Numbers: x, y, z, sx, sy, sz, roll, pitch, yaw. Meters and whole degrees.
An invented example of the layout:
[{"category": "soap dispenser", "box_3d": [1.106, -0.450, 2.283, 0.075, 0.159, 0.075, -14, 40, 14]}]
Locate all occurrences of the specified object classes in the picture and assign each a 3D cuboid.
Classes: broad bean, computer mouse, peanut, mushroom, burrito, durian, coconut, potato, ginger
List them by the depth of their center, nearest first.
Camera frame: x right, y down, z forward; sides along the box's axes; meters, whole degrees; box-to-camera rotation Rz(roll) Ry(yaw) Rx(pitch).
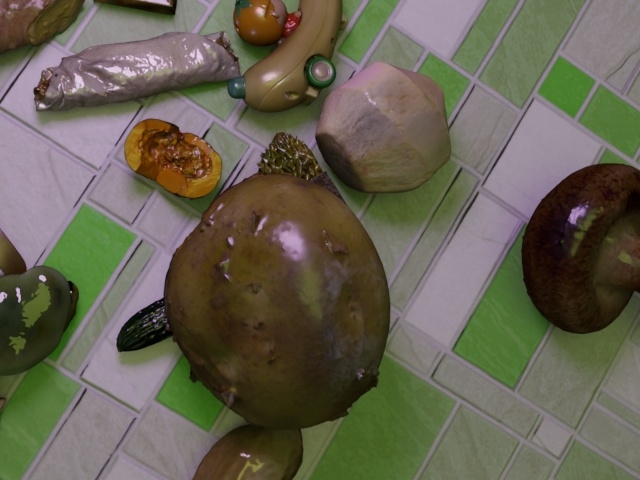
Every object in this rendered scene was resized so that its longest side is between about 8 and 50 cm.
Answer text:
[{"category": "potato", "box_3d": [-0.057, 0.119, 1.594, 0.386, 0.319, 0.441, -17, 106, -17]}, {"category": "broad bean", "box_3d": [-0.531, 0.141, 1.644, 0.228, 0.100, 0.169, -28, 93, -27]}, {"category": "ginger", "box_3d": [-0.594, -0.400, 1.677, 0.354, 0.126, 0.189, -17, 79, -15]}, {"category": "computer mouse", "box_3d": [-0.621, 0.010, 1.680, 0.102, 0.045, 0.199, -37, 93, -9]}, {"category": "peanut", "box_3d": [-0.156, 0.466, 1.687, 0.174, 0.158, 0.339, 20, 78, 12]}, {"category": "burrito", "box_3d": [-0.346, -0.323, 1.744, 0.392, 0.076, 0.117, -14, 83, -14]}, {"category": "coconut", "box_3d": [0.128, -0.217, 1.753, 0.259, 0.259, 0.259, 1, 86, -11]}, {"category": "durian", "box_3d": [-0.059, -0.114, 1.763, 0.108, 0.119, 0.186, -32, 94, -16]}, {"category": "mushroom", "box_3d": [0.566, 0.048, 1.783, 0.331, 0.356, 0.334, -47, 139, 15]}]

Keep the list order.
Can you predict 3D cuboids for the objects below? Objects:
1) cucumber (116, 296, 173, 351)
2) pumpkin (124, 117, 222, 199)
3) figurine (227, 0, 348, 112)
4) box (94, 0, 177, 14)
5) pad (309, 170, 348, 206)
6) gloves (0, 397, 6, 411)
[{"category": "cucumber", "box_3d": [-0.263, 0.131, 1.730, 0.265, 0.077, 0.077, -22, 91, -12]}, {"category": "pumpkin", "box_3d": [-0.277, -0.155, 1.729, 0.184, 0.108, 0.119, 31, 88, -15]}, {"category": "figurine", "box_3d": [-0.069, -0.396, 1.778, 0.222, 0.124, 0.324, 20, 78, -12]}, {"category": "box", "box_3d": [-0.339, -0.563, 1.764, 0.160, 0.071, 0.240, 9, 85, -9]}, {"category": "pad", "box_3d": [0.000, 0.000, 1.765, 0.158, 0.003, 0.235, -31, 114, 3]}, {"category": "gloves", "box_3d": [-0.642, 0.318, 1.626, 0.164, 0.124, 0.203, 10, 90, -32]}]
